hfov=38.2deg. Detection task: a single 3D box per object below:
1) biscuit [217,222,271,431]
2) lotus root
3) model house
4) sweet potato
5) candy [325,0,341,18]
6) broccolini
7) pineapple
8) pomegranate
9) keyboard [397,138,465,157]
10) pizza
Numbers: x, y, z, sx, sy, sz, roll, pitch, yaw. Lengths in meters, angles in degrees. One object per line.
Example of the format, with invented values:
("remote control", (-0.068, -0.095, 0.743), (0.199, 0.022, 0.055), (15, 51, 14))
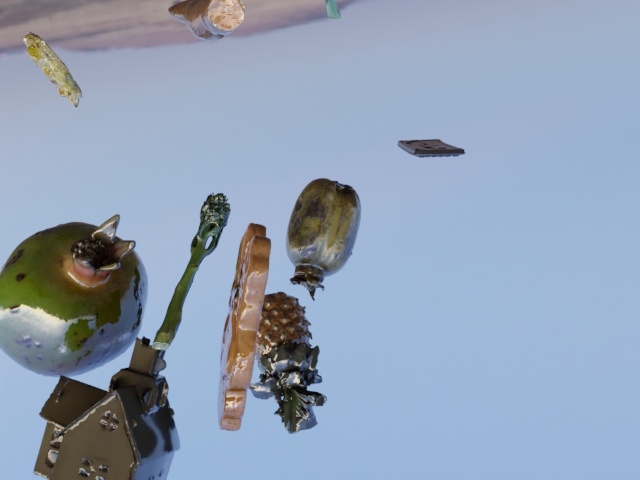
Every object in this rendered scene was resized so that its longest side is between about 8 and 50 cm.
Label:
("biscuit", (-0.128, 0.140, 1.464), (0.047, 0.334, 0.202), (7, -166, -9))
("lotus root", (-0.001, 0.000, 1.921), (0.154, 0.278, 0.154), (13, 163, 4))
("model house", (-0.314, 0.261, 1.411), (0.204, 0.243, 0.211), (17, 177, 8))
("sweet potato", (-0.153, -0.300, 1.238), (0.067, 0.059, 0.281), (-25, -163, -7))
("candy", (-0.017, -0.487, 1.352), (0.119, 0.440, 0.119), (-5, -121, 8))
("broccolini", (-0.164, 0.039, 1.249), (0.057, 0.071, 0.254), (-17, -135, 33))
("pineapple", (-0.076, 0.258, 1.933), (0.170, 0.141, 0.310), (-27, -133, 7))
("pomegranate", (-0.446, 0.083, 1.615), (0.290, 0.323, 0.291), (2, -124, -3))
("keyboard", (0.114, -0.097, 0.974), (0.053, 0.010, 0.155), (-2, -170, -1))
("pizza", (-0.479, -0.307, 1.638), (0.035, 0.160, 0.099), (-40, -179, -13))
